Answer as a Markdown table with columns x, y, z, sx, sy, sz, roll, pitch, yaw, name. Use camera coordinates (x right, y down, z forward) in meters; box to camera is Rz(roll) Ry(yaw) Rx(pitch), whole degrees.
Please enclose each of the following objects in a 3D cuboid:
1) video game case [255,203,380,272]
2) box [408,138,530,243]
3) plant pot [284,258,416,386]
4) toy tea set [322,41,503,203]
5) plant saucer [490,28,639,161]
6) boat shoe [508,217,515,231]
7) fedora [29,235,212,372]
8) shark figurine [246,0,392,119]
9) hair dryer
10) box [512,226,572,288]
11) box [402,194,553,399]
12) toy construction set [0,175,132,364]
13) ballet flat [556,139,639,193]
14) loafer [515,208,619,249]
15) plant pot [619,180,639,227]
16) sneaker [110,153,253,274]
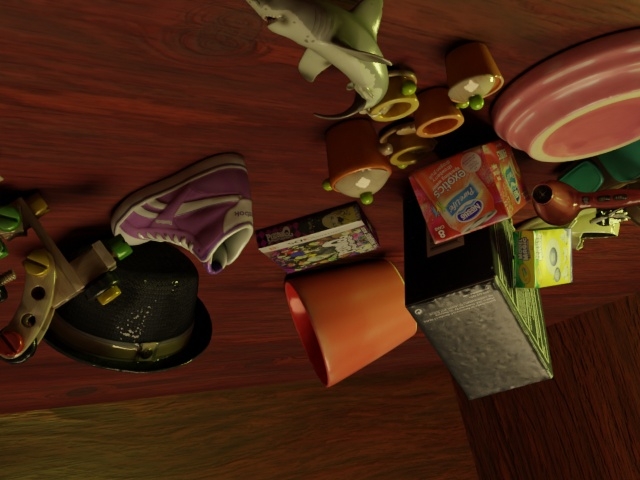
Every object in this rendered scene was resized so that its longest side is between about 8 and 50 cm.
| x | y | z | sx | sy | sz | roll | pitch | yaw | name |
| --- | --- | --- | --- | --- | --- | --- | --- | --- | --- |
| 0.000 | 0.000 | 1.857 | 0.210 | 0.042 | 0.232 | -15 | 164 | 8 | video game case |
| 0.251 | -0.087 | 1.515 | 0.128 | 0.123 | 0.257 | -20 | -178 | 22 | box |
| 0.075 | 0.173 | 2.156 | 0.243 | 0.275 | 0.275 | -21 | 165 | -11 | plant pot |
| 0.132 | -0.151 | 1.327 | 0.199 | 0.124 | 0.336 | -7 | 162 | -21 | toy tea set |
| 0.438 | -0.212 | 1.450 | 0.332 | 0.084 | 0.332 | -13 | 164 | -4 | plant saucer |
| 0.374 | -0.015 | 2.013 | 0.103 | 0.113 | 0.302 | -14 | 174 | -3 | boat shoe |
| -0.333 | 0.083 | 1.600 | 0.334 | 0.334 | 0.153 | 0 | 125 | -38 | fedora |
| 0.046 | -0.225 | 1.079 | 0.166 | 0.116 | 0.278 | 16 | 168 | 27 | shark figurine |
| 0.485 | -0.082 | 1.641 | 0.293 | 0.080 | 0.223 | -3 | 166 | -26 | hair dryer |
| 0.395 | 0.030 | 1.654 | 0.043 | 0.105 | 0.179 | 0 | -177 | 42 | box |
| 0.292 | 0.088 | 1.744 | 0.182 | 0.296 | 0.294 | -21 | 127 | 22 | box |
| -0.412 | 0.003 | 1.313 | 0.237 | 0.257 | 0.309 | -29 | 154 | -9 | toy construction set |
| 0.560 | -0.153 | 1.725 | 0.124 | 0.116 | 0.342 | -30 | 169 | -19 | ballet flat |
| 0.577 | -0.019 | 2.170 | 0.268 | 0.092 | 0.102 | -19 | 163 | 15 | loafer |
| 0.699 | -0.123 | 1.844 | 0.166 | 0.167 | 0.165 | -13 | 155 | -4 | plant pot |
| -0.220 | -0.011 | 1.443 | 0.282 | 0.161 | 0.102 | -25 | 162 | 36 | sneaker |
